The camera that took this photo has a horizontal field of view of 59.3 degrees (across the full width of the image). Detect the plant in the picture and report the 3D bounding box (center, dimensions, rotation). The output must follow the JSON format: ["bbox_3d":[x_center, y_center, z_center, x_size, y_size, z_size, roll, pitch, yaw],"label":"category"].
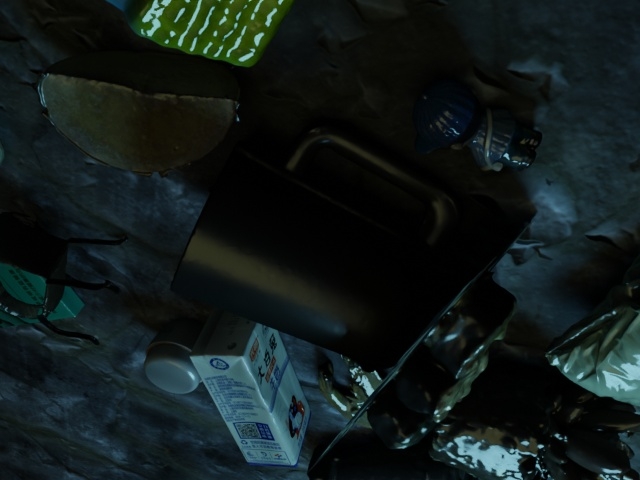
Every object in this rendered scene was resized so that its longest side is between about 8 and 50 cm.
[{"bbox_3d":[0.335,0.302,0.878,0.320,0.182,0.194,10,131,14],"label":"plant"}]

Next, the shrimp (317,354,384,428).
[{"bbox_3d":[0.056,0.255,1.000,0.145,0.059,0.254,-9,131,35],"label":"shrimp"}]

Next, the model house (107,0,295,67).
[{"bbox_3d":[-0.102,-0.314,0.479,0.303,0.216,0.237,32,129,-16],"label":"model house"}]

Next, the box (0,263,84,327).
[{"bbox_3d":[-0.578,0.088,1.050,0.226,0.042,0.161,-10,124,23],"label":"box"}]

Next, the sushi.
[{"bbox_3d":[0.166,0.173,0.733,0.100,0.296,0.373,42,132,17],"label":"sushi"}]

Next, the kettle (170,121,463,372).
[{"bbox_3d":[-0.004,0.005,0.752,0.307,0.262,0.203,24,166,-8],"label":"kettle"}]

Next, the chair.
[{"bbox_3d":[-0.430,0.050,0.900,0.213,0.174,0.149,20,128,-15],"label":"chair"}]

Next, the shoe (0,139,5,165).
[{"bbox_3d":[-0.621,-0.081,0.812,0.341,0.211,0.132,-15,123,26],"label":"shoe"}]

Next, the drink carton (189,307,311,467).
[{"bbox_3d":[-0.112,0.260,1.000,0.106,0.131,0.315,-4,126,17],"label":"drink carton"}]

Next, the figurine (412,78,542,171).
[{"bbox_3d":[0.174,-0.124,0.642,0.149,0.087,0.086,22,94,-3],"label":"figurine"}]

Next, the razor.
[{"bbox_3d":[0.140,0.476,1.119,0.326,0.107,0.189,-13,124,26],"label":"razor"}]

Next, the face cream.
[{"bbox_3d":[-0.252,0.208,1.015,0.117,0.104,0.117,9,130,10],"label":"face cream"}]

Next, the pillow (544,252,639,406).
[{"bbox_3d":[0.485,0.133,0.719,0.309,0.138,0.284,20,132,-5],"label":"pillow"}]

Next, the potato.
[{"bbox_3d":[-0.210,-0.159,0.707,0.243,0.098,0.138,9,134,1],"label":"potato"}]
